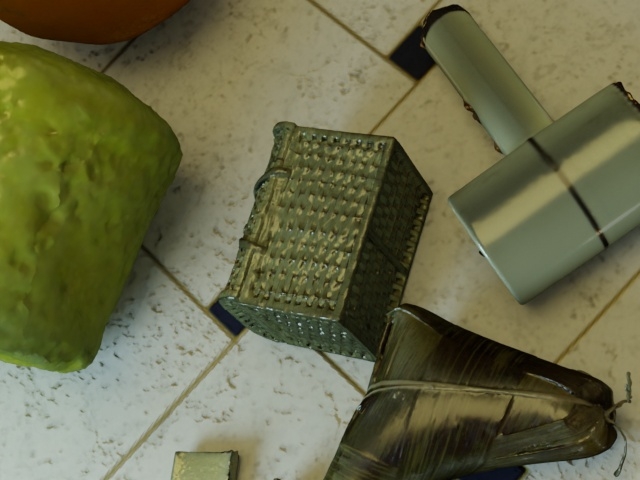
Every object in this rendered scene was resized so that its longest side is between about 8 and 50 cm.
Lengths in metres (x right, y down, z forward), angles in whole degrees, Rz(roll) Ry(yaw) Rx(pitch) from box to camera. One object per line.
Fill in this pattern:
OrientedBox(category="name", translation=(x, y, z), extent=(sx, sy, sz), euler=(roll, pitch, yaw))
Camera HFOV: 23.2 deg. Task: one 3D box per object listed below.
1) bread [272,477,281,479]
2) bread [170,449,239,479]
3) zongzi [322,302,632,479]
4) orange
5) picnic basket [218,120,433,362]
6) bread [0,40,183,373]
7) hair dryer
OrientedBox(category="bread", translation=(-0.015, 0.275, 1.474), extent=(0.113, 0.060, 0.082), euler=(13, 71, 25))
OrientedBox(category="bread", translation=(-0.121, 0.281, 1.534), extent=(0.068, 0.028, 0.154), euler=(-2, 68, 22))
OrientedBox(category="zongzi", translation=(0.133, 0.202, 1.410), extent=(0.247, 0.111, 0.241), euler=(19, 72, 27))
OrientedBox(category="orange", translation=(-0.262, -0.366, 1.727), extent=(0.312, 0.312, 0.312), euler=(-9, 65, 19))
OrientedBox(category="picnic basket", translation=(0.000, 0.000, 1.548), extent=(0.154, 0.134, 0.196), euler=(8, 72, 27))
OrientedBox(category="bread", translation=(-0.330, -0.032, 1.592), extent=(0.348, 0.348, 0.308), euler=(7, 80, 25))
OrientedBox(category="hair dryer", translation=(0.186, -0.123, 1.545), extent=(0.203, 0.128, 0.362), euler=(-36, 51, 6))
